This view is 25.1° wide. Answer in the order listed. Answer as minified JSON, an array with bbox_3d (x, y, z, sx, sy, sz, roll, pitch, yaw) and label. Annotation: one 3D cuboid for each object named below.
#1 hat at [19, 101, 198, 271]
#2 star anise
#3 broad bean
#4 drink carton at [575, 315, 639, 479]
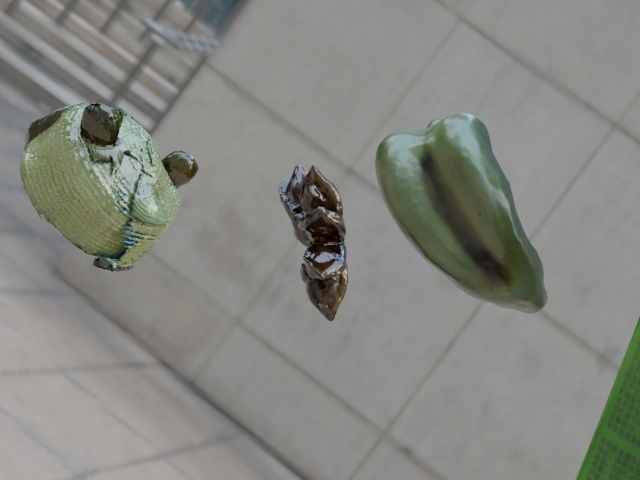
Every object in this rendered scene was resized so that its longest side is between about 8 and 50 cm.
[{"bbox_3d":[-0.099,-0.032,0.690,0.077,0.059,0.076,45,28,-29],"label":"hat"},{"bbox_3d":[0.000,0.000,1.466,0.168,0.057,0.168,164,-90,-82],"label":"star anise"},{"bbox_3d":[0.103,-0.017,0.957,0.206,0.072,0.153,28,39,-67],"label":"broad bean"},{"bbox_3d":[0.256,0.087,0.862,0.161,0.271,0.108,5,18,-47],"label":"drink carton"}]
